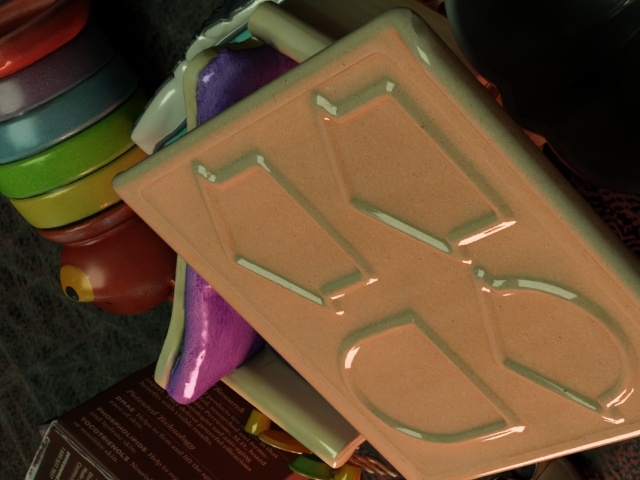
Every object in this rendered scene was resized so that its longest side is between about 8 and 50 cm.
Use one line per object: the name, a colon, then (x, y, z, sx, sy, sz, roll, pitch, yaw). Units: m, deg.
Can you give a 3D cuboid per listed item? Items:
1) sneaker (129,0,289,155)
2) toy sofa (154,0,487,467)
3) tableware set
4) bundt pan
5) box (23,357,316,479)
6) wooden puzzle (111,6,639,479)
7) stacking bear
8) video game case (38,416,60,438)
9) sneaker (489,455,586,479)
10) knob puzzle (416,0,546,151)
sneaker: (-0.049, -0.135, 1.285, 0.110, 0.107, 0.275, 38, 140, -3)
toy sofa: (0.000, 0.000, 1.208, 0.150, 0.177, 0.362, 34, 136, 25)
tableware set: (-0.013, 0.175, 1.359, 0.154, 0.104, 0.024, 26, 101, 57)
bundt pan: (0.229, -0.191, 0.953, 0.331, 0.124, 0.330, 20, 123, 34)
box: (-0.139, 0.225, 1.439, 0.167, 0.203, 0.168, 39, 126, 16)
wooden puzzle: (0.067, 0.014, 1.039, 0.322, 0.080, 0.348, 46, 145, -16)
stacking bear: (-0.210, -0.063, 1.411, 0.175, 0.164, 0.289, -3, 120, 47)
video game case: (-0.173, 0.298, 1.657, 0.196, 0.026, 0.274, -15, 99, 46)
sneaker: (0.150, 0.227, 1.303, 0.188, 0.066, 0.071, -44, 62, 41)
knob puzzle: (0.104, -0.140, 1.168, 0.213, 0.030, 0.213, 21, 125, 34)
